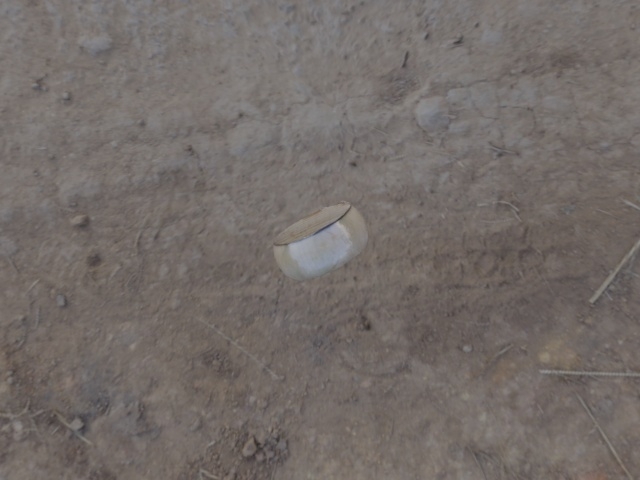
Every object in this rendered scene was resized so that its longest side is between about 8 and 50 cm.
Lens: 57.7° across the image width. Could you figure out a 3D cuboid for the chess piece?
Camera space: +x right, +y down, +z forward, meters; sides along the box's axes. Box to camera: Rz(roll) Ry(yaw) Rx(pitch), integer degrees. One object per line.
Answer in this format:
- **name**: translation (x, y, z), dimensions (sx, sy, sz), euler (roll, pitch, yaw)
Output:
- **chess piece**: translation (0.000, 0.000, 0.494), dimensions (0.084, 0.083, 0.038), euler (-28, 104, 7)
